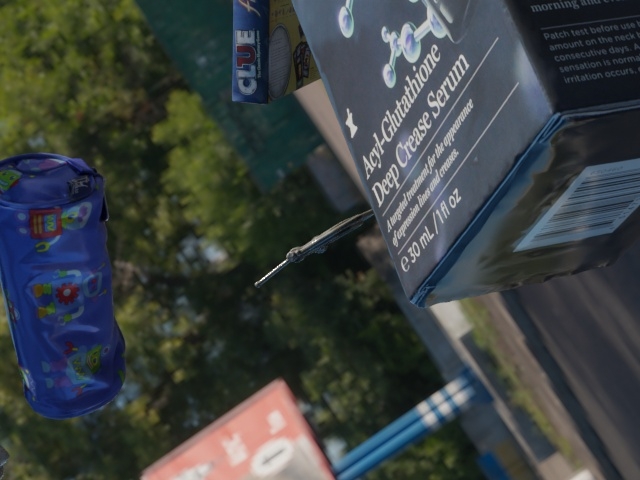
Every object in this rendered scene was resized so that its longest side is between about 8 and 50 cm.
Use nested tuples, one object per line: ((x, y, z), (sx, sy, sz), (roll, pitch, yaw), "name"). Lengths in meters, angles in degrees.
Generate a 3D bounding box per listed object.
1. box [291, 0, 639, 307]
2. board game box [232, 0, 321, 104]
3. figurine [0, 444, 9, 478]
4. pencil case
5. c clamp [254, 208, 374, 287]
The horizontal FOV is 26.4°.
((0.141, -0.197, 1.096), (0.293, 0.212, 0.395), (119, 136, -57), "box")
((-0.034, -0.251, 1.502), (0.243, 0.042, 0.165), (-39, -47, -67), "board game box")
((-0.624, 0.362, 2.149), (0.215, 0.209, 0.092), (50, 145, -16), "figurine")
((-0.281, 0.046, 1.483), (0.119, 0.133, 0.306), (46, 146, 48), "pencil case")
((0.000, 0.000, 1.638), (0.022, 0.137, 0.160), (57, -159, 3), "c clamp")
